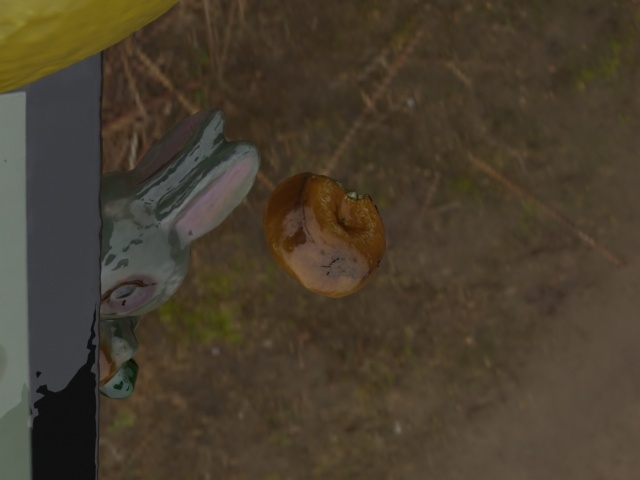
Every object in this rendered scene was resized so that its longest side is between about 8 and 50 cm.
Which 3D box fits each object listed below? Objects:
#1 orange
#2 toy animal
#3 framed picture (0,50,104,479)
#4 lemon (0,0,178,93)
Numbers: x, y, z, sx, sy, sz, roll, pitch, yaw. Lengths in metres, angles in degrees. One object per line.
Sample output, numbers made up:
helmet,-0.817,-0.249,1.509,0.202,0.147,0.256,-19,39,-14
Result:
orange,0.000,0.000,1.169,0.086,0.086,0.062,30,135,-26
toy animal,-0.136,0.014,1.003,0.138,0.108,0.236,43,134,5
framed picture,-0.196,0.088,0.652,0.265,0.016,0.347,-12,114,-33
lemon,-0.095,-0.123,0.404,0.244,0.187,0.187,-14,130,31
